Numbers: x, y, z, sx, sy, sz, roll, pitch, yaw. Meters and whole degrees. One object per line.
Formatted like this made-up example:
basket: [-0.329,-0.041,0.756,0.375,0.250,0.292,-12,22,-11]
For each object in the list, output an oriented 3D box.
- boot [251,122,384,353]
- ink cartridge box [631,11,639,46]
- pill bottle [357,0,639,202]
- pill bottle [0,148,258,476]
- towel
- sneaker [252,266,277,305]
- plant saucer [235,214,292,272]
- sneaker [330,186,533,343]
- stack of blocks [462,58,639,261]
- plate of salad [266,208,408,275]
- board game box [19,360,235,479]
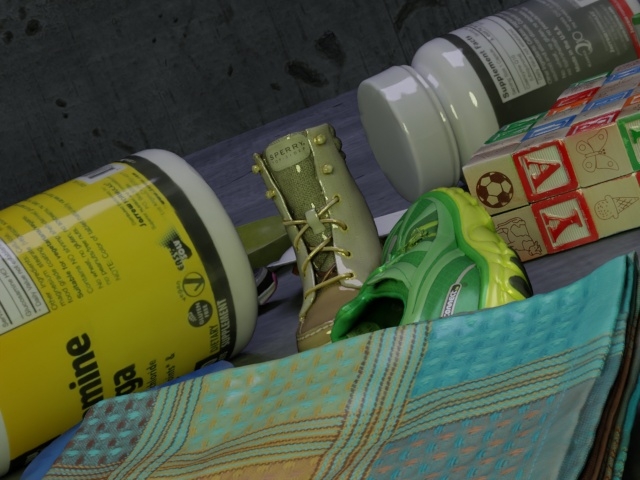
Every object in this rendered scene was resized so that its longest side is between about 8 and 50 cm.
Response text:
boot: [0.000,0.000,1.225,0.077,0.165,0.213,-20,8,14]
ink cartridge box: [0.471,-0.215,1.547,0.278,0.117,0.201,-24,9,-15]
pill bottle: [0.193,-0.152,1.678,0.283,0.161,0.161,-24,10,-13]
pill bottle: [-0.231,0.071,1.277,0.334,0.188,0.188,-26,10,-26]
towel: [-0.020,0.124,0.814,0.370,0.040,0.271,-16,22,27]
sneaker: [-0.124,0.052,1.495,0.170,0.075,0.063,-22,9,-3]
plant saucer: [-0.120,0.032,1.719,0.241,0.037,0.241,-22,9,4]
sneaker: [0.062,0.038,1.048,0.123,0.109,0.295,-18,9,-1]
stack of blocks: [0.242,-0.080,1.384,0.171,0.087,0.297,-18,10,22]
plate of salad: [0.049,0.005,1.465,0.200,0.048,0.200,-16,0,0]
board game box: [-0.127,0.142,1.131,0.168,0.033,0.133,-23,13,23]
